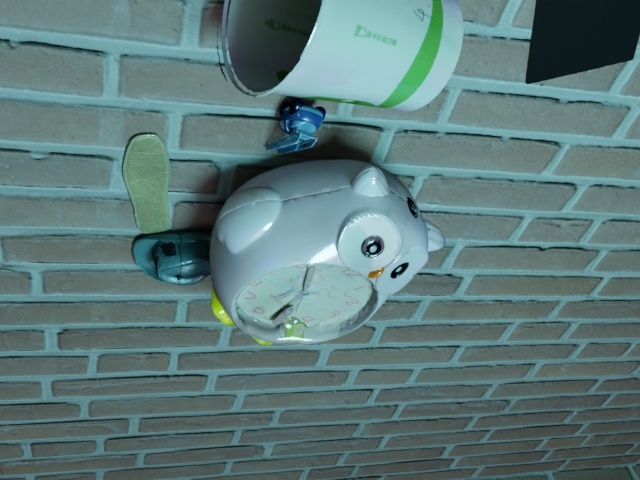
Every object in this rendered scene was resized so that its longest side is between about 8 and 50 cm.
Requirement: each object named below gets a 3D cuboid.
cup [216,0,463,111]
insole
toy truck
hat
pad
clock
[{"bbox_3d":[0.035,-0.297,0.992,0.274,0.253,0.253,5,137,-36],"label":"cup"},{"bbox_3d":[-0.303,-0.093,1.286,0.081,0.011,0.248,-6,140,-11],"label":"insole"},{"bbox_3d":[-0.047,-0.189,1.221,0.063,0.074,0.136,13,174,-27],"label":"toy truck"},{"bbox_3d":[-0.265,0.043,1.407,0.191,0.078,0.138,-1,142,-16],"label":"hat"},{"bbox_3d":[0.440,-0.391,1.169,0.202,0.005,0.300,-14,141,-2],"label":"pad"},{"bbox_3d":[0.000,0.000,1.306,0.376,0.250,0.368,-27,139,24],"label":"clock"}]
